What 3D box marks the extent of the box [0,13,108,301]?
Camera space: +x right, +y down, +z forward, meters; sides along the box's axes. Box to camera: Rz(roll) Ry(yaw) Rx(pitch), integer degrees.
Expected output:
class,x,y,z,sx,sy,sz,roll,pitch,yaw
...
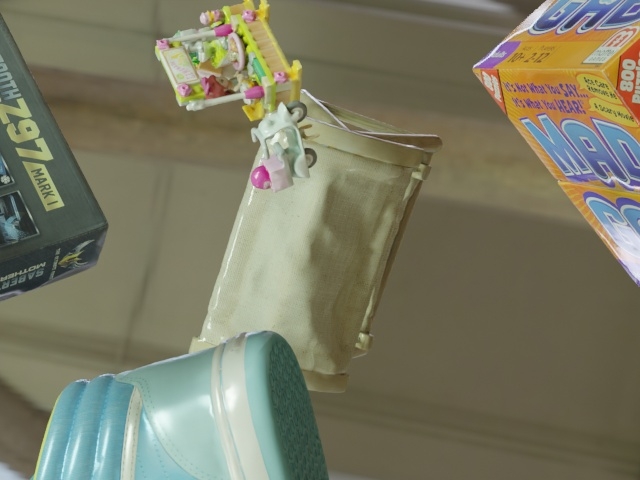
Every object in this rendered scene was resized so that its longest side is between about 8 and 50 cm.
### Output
class,x,y,z,sx,sy,sz,roll,pitch,yaw
box,-0.257,-0.063,1.134,0.233,0.183,0.059,61,154,18

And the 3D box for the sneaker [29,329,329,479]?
class,x,y,z,sx,sy,sz,roll,pitch,yaw
sneaker,-0.093,0.222,1.278,0.127,0.208,0.319,-53,-46,-73

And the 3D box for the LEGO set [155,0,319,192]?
class,x,y,z,sx,sy,sz,roll,pitch,yaw
LEGO set,-0.100,-0.151,1.696,0.287,0.107,0.132,-131,31,-57

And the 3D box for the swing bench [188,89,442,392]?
class,x,y,z,sx,sy,sz,roll,pitch,yaw
swing bench,0.000,0.000,1.893,0.255,0.165,0.253,-53,-18,-79

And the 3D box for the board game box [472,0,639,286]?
class,x,y,z,sx,sy,sz,roll,pitch,yaw
board game box,0.464,-0.171,2.146,0.356,0.356,0.356,-42,16,-10
